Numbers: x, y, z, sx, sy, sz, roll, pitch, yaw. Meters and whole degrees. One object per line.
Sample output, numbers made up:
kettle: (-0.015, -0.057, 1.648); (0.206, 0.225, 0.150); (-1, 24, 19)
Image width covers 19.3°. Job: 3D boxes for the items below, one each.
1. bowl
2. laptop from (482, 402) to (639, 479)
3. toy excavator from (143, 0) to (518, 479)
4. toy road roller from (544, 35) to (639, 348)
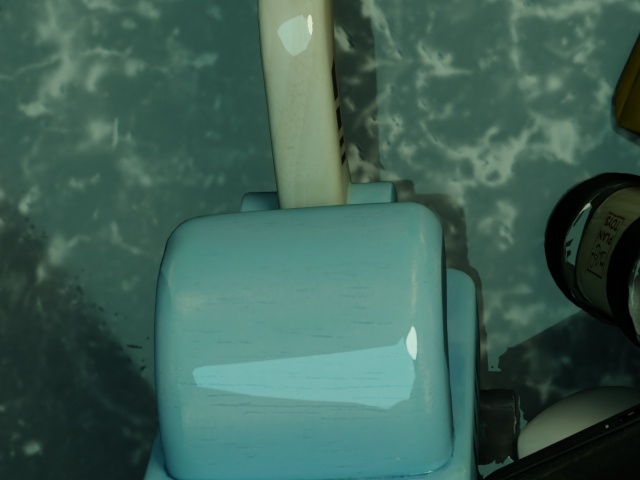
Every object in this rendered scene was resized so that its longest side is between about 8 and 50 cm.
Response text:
bowl: (0.186, 0.159, 1.134); (0.053, 0.142, 0.142); (-21, 89, 33)
laptop: (0.345, 0.077, 1.022); (0.408, 0.236, 0.382); (-28, 126, 21)
toy excavator: (0.000, 0.000, 1.095); (0.222, 0.433, 0.445); (-2, 120, 7)
toy road roller: (0.297, -0.045, 1.098); (0.240, 0.202, 0.329); (20, 95, -9)
